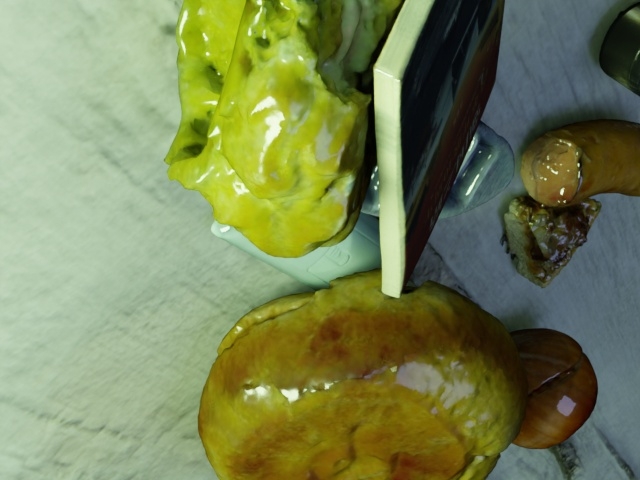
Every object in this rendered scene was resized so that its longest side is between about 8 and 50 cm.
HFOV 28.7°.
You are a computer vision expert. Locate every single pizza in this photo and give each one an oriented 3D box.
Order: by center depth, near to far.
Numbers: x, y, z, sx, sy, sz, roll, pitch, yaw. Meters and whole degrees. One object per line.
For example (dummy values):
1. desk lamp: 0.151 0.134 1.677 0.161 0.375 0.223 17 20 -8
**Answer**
1. pizza: 0.296 -0.015 1.608 0.154 0.069 0.194 -53 150 9

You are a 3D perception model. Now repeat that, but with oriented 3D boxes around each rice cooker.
1. rice cooker: 0.403 -0.223 1.483 0.165 0.106 0.112 -8 130 -52

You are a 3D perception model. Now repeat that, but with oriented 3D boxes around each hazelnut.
1. hazelnut: 0.309 0.200 1.785 0.182 0.182 0.182 -32 145 -26

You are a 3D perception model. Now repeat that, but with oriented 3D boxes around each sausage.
1. sausage: 0.358 -0.100 1.568 0.271 0.109 0.108 -5 128 -48

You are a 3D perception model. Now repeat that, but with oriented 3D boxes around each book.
1. book: 0.105 -0.137 1.041 0.374 0.028 0.262 81 31 -64

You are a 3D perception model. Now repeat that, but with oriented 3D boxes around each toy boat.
1. toy boat: 0.110 -0.085 1.297 0.283 0.078 0.127 2 122 -52

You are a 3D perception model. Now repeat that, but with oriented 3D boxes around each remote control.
1. remote control: -0.001 -0.001 1.278 0.103 0.051 0.293 -51 148 4

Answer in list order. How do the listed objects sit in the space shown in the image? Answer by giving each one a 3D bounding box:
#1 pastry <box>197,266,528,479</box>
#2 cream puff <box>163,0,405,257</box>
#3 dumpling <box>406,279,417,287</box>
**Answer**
1. pastry: 0.045 0.179 1.328 0.356 0.163 0.356 -6 134 -6
2. cream puff: -0.032 -0.133 0.965 0.282 0.185 0.281 17 90 -79
3. dumpling: 0.091 0.100 1.456 0.150 0.092 0.176 -18 138 -32
